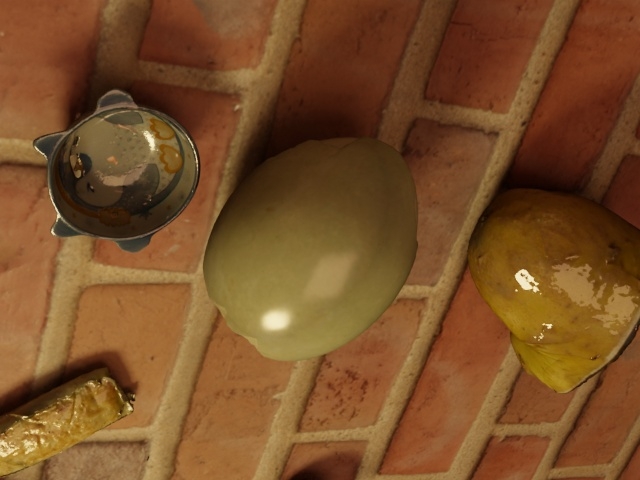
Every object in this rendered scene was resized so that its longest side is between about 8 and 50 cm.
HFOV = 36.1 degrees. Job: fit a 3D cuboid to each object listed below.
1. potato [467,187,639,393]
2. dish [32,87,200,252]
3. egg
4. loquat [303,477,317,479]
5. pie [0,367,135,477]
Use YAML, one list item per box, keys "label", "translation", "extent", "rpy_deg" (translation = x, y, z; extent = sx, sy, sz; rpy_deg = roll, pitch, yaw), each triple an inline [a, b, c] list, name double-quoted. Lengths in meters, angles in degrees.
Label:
- label: "potato"
  translation: [0.372, 0.061, 1.690]
  extent: [0.296, 0.289, 0.397]
  rpy_deg: [23, 155, -5]
- label: "dish"
  translation: [-0.282, -0.108, 1.321]
  extent: [0.228, 0.086, 0.236]
  rpy_deg: [9, 118, -28]
- label: "egg"
  translation: [0.000, 0.000, 1.404]
  extent: [0.336, 0.278, 0.278]
  rpy_deg: [-44, 129, 9]
- label: "loquat"
  translation: [-0.024, 0.523, 1.847]
  extent: [0.141, 0.141, 0.141]
  rpy_deg: [-12, 127, -17]
- label: "pie"
  translation: [-0.429, 0.293, 1.545]
  extent: [0.282, 0.068, 0.128]
  rpy_deg: [-27, 130, -11]
